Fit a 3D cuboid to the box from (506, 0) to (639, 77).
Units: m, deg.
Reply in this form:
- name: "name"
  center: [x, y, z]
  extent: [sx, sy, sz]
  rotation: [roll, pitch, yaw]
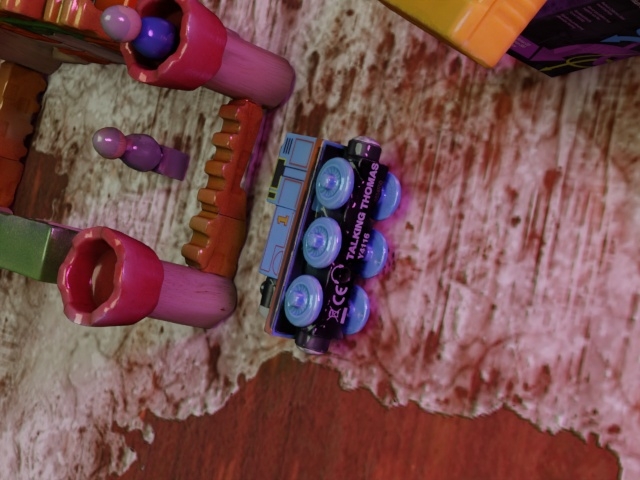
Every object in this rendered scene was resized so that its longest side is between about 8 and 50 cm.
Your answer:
- name: "box"
  center: [0.204, -0.156, 0.759]
  extent: [0.162, 0.116, 0.029]
  rotation: [-12, 74, 38]

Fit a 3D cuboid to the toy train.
- name: "toy train"
  center: [0.000, 0.000, 0.920]
  extent: [0.105, 0.080, 0.184]
  rotation: [17, 93, 50]

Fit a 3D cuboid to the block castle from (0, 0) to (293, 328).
- name: "block castle"
  center: [-0.267, -0.103, 1.074]
  extent: [0.453, 0.213, 0.303]
  rotation: [15, 89, 41]

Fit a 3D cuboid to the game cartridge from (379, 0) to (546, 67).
- name: "game cartridge"
  center: [0.157, -0.285, 0.764]
  extent: [0.324, 0.052, 0.285]
  rotation: [-51, 21, 9]
